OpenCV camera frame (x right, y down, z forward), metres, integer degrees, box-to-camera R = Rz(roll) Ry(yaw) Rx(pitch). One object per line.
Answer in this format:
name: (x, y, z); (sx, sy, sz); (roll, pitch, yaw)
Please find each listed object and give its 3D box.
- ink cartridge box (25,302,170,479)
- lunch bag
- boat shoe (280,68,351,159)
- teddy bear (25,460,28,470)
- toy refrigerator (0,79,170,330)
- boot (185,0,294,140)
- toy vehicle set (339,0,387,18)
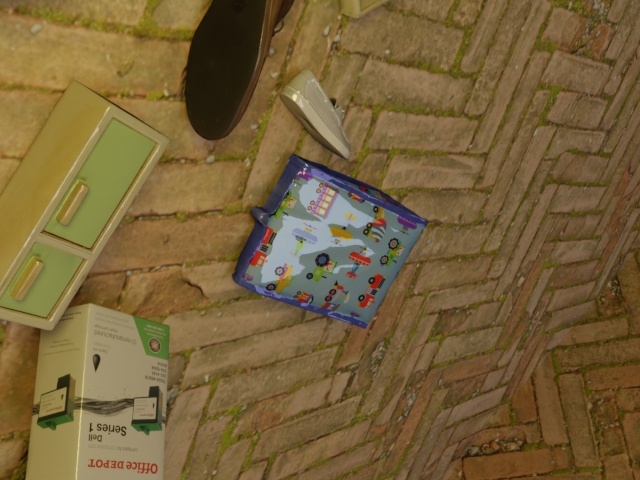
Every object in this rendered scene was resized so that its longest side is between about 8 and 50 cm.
ink cartridge box: (-0.283, 0.209, 0.986); (0.160, 0.093, 0.219); (29, 54, -55)
lunch bag: (0.000, 0.000, 1.245); (0.293, 0.138, 0.221); (19, 104, -45)
boat shoe: (0.005, -0.190, 1.149); (0.063, 0.066, 0.184); (-52, 135, -5)
teddy bear: (-0.431, 0.406, 1.067); (0.245, 0.113, 0.338); (14, 114, -46)
toy refrigerator: (-0.296, -0.036, 0.874); (0.269, 0.094, 0.102); (-57, 145, 1)
boot: (-0.081, -0.269, 0.949); (0.115, 0.112, 0.305); (-9, 122, -59)
toy vehicle set: (0.085, -0.465, 1.045); (0.166, 0.035, 0.266); (-37, 140, -26)
